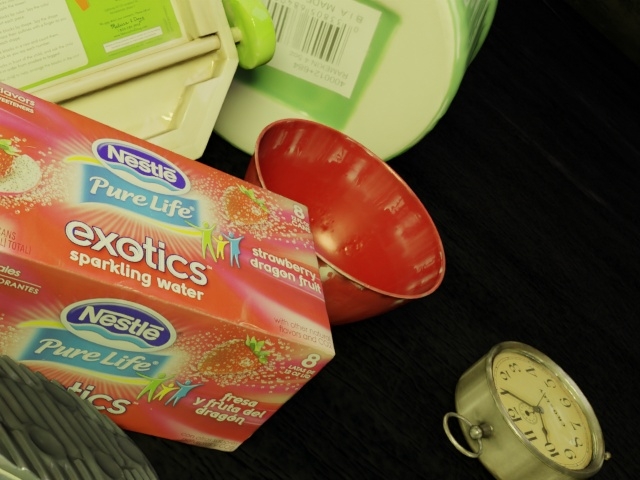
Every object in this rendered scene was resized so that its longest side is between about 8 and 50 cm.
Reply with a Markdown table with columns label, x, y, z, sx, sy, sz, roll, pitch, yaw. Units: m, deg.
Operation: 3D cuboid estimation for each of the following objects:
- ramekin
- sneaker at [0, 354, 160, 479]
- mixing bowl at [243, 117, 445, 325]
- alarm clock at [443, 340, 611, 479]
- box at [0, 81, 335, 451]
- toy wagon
| label | x | y | z | sx | sy | sz | roll | pitch | yaw |
| --- | --- | --- | --- | --- | --- | --- | --- | --- | --- |
| ramekin | 0.000 | -0.206 | 0.749 | 0.303 | 0.303 | 0.148 | 35 | 40 | -12 |
| sneaker | -0.201 | 0.109 | 0.354 | 0.112 | 0.131 | 0.319 | 41 | 5 | 38 |
| mixing bowl | 0.000 | 0.000 | 0.683 | 0.181 | 0.098 | 0.181 | 28 | 36 | -22 |
| alarm clock | 0.161 | 0.153 | 0.708 | 0.192 | 0.064 | 0.129 | 5 | 48 | -47 |
| box | -0.133 | 0.018 | 0.496 | 0.256 | 0.123 | 0.128 | 21 | 38 | -29 |
| toy wagon | -0.183 | -0.201 | 0.562 | 0.267 | 0.068 | 0.345 | -26 | 107 | -29 |
